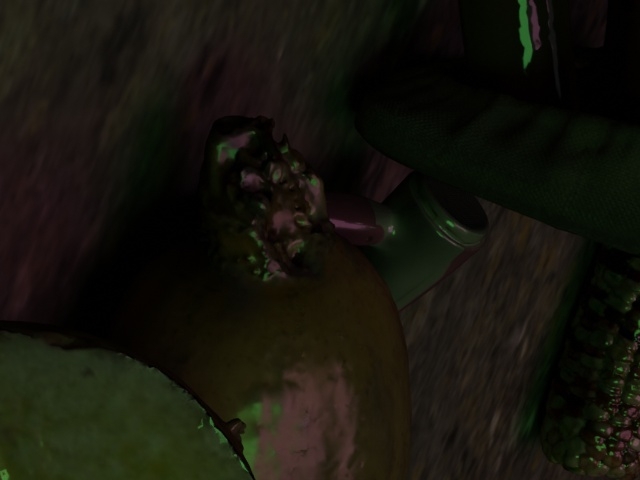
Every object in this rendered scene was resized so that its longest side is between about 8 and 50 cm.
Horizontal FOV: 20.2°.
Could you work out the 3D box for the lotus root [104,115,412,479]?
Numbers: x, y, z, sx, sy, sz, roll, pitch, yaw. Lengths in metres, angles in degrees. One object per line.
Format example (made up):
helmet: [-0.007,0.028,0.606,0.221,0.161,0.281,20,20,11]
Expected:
lotus root: [-0.033,0.107,0.866,0.169,0.151,0.342,-17,123,-47]

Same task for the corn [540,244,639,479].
corn: [0.222,0.045,1.244,0.086,0.086,0.253,9,99,-56]

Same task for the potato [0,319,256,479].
potato: [-0.131,0.156,0.747,0.116,0.239,0.299,-91,-173,-73]

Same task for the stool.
stool: [0.218,-0.125,0.936,0.310,0.310,0.226,-17,122,-51]

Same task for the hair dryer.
hair dryer: [0.002,-0.005,0.933,0.154,0.054,0.106,22,128,-39]
